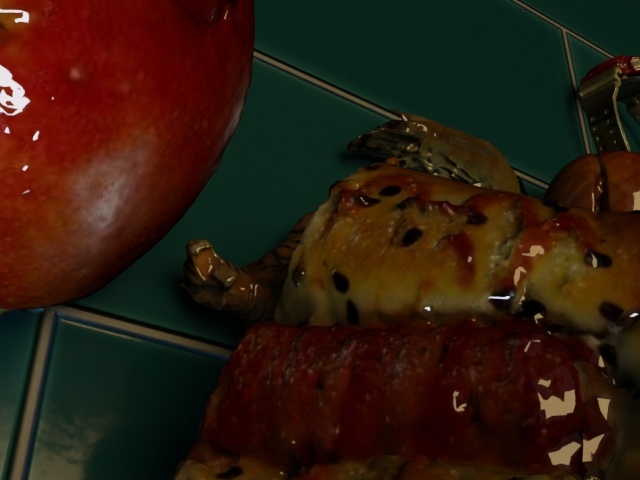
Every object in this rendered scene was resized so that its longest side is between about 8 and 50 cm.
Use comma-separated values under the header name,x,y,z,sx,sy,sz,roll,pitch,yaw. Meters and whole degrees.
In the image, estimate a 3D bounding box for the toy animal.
name,x,y,z,sx,sy,sz,roll,pitch,yaw
toy animal,0.000,0.008,0.728,0.255,0.116,0.114,-41,135,-48

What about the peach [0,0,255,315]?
name,x,y,z,sx,sy,sz,roll,pitch,yaw
peach,-0.224,-0.154,0.537,0.339,0.353,0.417,-37,130,-38

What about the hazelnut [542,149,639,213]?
name,x,y,z,sx,sy,sz,roll,pitch,yaw
hazelnut,0.323,-0.021,0.941,0.182,0.182,0.182,19,54,-28

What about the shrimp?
name,x,y,z,sx,sy,sz,roll,pitch,yaw
shrimp,0.138,-0.044,0.886,0.253,0.058,0.173,10,67,-36

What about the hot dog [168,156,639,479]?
name,x,y,z,sx,sy,sz,roll,pitch,yaw
hot dog,0.108,0.130,0.480,0.367,0.365,0.196,-61,146,-22

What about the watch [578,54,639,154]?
name,x,y,z,sx,sy,sz,roll,pitch,yaw
watch,0.442,-0.122,1.146,0.164,0.102,0.269,-9,77,-42
